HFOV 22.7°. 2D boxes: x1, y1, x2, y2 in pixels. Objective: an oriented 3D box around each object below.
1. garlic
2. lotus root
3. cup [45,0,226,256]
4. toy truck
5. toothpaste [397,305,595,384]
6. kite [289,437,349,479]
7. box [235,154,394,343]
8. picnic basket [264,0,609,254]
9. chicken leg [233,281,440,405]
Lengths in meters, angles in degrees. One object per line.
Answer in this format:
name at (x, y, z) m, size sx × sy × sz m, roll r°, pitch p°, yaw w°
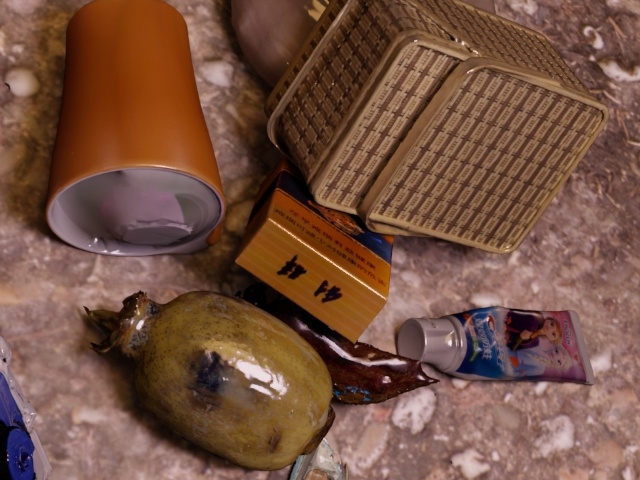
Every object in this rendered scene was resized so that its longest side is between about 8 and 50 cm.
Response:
garlic at (0.059, -0.259, 1.883) m, size 0.340 × 0.231 × 0.246 m, roll 11°, pitch 17°, yaw -41°
lotus root at (-0.112, 0.127, 1.613) m, size 0.278 × 0.154 × 0.154 m, roll 32°, pitch 57°, yaw -7°
cup at (-0.184, -0.109, 1.682) m, size 0.226 × 0.182 × 0.264 m, roll 36°, pitch 41°, yaw -50°
toy truck at (-0.310, 0.212, 1.447) m, size 0.177 × 0.161 × 0.213 m, roll -79°, pitch 156°, yaw -60°
toothpaste at (0.211, 0.120, 1.846) m, size 0.266 × 0.061 × 0.096 m, roll 4°, pitch 65°, yaw -33°
kite at (0.049, 0.384, 1.657) m, size 0.368 × 0.014 × 0.406 m, roll -18°, pitch 77°, yaw -34°
box at (0.001, 0.000, 1.695) m, size 0.152 × 0.070 × 0.237 m, roll 34°, pitch 18°, yaw -9°
picnic basket at (0.124, -0.133, 1.746) m, size 0.313 × 0.228 × 0.175 m, roll 16°, pitch 30°, yaw -35°
chicken leg at (0.007, 0.115, 1.702) m, size 0.234 × 0.105 × 0.063 m, roll 34°, pitch 47°, yaw -8°
